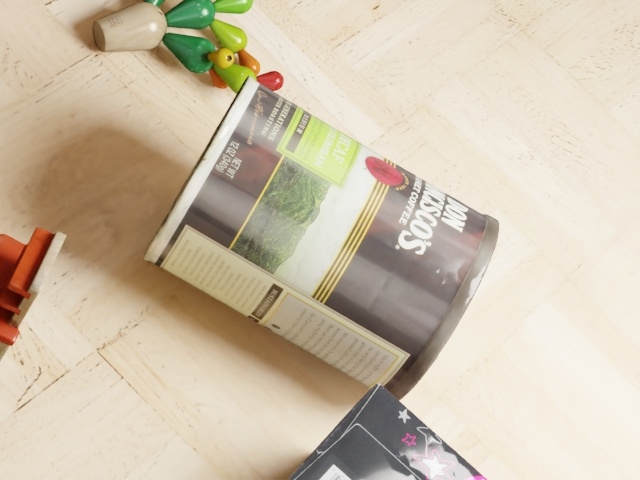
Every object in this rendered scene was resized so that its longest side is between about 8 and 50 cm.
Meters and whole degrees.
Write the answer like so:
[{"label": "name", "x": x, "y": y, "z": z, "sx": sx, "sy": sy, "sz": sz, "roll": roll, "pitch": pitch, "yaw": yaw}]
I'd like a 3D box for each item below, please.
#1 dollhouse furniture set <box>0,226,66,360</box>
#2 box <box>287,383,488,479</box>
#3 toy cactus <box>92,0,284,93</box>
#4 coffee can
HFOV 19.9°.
[{"label": "dollhouse furniture set", "x": -0.364, "y": -0.004, "z": 1.569, "sx": 0.259, "sy": 0.135, "sz": 0.262, "roll": 26, "pitch": 49, "yaw": -9}, {"label": "box", "x": 0.072, "y": 0.283, "z": 1.591, "sx": 0.247, "sy": 0.142, "sz": 0.163, "roll": 41, "pitch": 49, "yaw": 6}, {"label": "toy cactus", "x": -0.144, "y": -0.233, "z": 1.888, "sx": 0.180, "sy": 0.112, "sz": 0.219, "roll": -18, "pitch": 75, "yaw": -25}, {"label": "coffee can", "x": 0.000, "y": 0.000, "z": 1.717, "sx": 0.275, "sy": 0.201, "sz": 0.201, "roll": 30, "pitch": 48, "yaw": -5}]
